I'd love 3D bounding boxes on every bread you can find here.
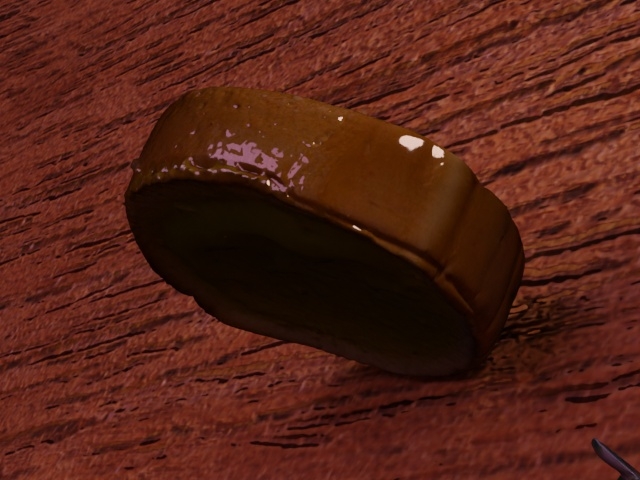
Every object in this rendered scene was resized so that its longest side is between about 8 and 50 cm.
[{"bbox_3d":[0.000,0.000,1.007,0.236,0.236,0.070,-9,51,55],"label":"bread"}]

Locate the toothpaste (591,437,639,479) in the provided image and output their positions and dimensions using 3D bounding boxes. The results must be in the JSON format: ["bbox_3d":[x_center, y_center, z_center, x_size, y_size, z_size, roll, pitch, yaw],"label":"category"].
[{"bbox_3d":[0.123,0.121,0.714,0.044,0.070,0.193,-50,-7,2],"label":"toothpaste"}]
